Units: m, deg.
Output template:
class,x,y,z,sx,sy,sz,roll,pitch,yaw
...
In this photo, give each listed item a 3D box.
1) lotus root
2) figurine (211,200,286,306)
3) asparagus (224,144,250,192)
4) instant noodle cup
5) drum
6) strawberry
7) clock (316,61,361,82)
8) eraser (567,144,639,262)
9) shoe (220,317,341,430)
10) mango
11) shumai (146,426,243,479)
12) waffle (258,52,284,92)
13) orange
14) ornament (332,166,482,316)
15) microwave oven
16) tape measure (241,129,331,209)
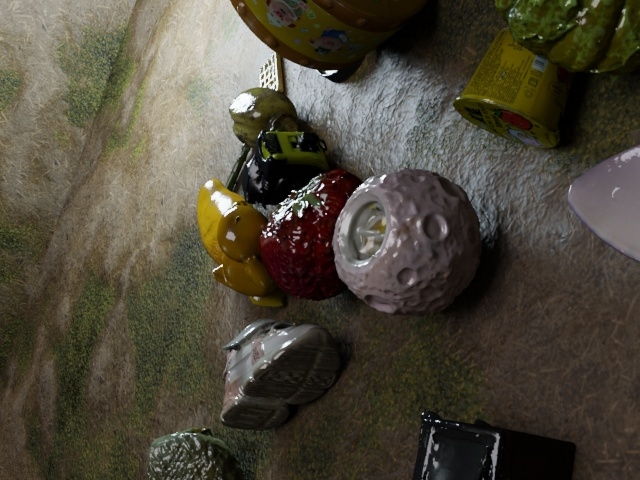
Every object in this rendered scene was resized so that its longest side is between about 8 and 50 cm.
class,x,y,z,sx,sy,sz,roll,pitch,yaw
lotus root,-0.124,-0.289,2.123,0.278,0.154,0.154,29,101,57
figurine,-0.147,0.029,1.949,0.228,0.215,0.215,118,147,-44
asparagus,-0.212,-0.204,2.318,0.236,0.027,0.034,-61,40,19
instant noodle cup,0.326,-0.251,1.418,0.182,0.182,0.144,20,85,57
drum,0.011,-0.572,1.781,0.214,0.431,0.431,-29,54,49
strawberry,0.000,0.000,1.767,0.274,0.220,0.274,-37,14,10
clock,0.047,-0.458,2.024,0.184,0.040,0.185,-27,56,48
eraser,0.460,-0.056,1.231,0.243,0.059,0.204,11,87,54
shoe,-0.105,0.248,1.847,0.351,0.171,0.198,-43,41,36
mango,-0.228,-0.036,2.196,0.177,0.120,0.295,-67,31,26
shumai,-0.269,0.545,2.019,0.225,0.222,0.261,-33,79,12
waffle,-0.129,-0.419,2.289,0.092,0.021,0.135,-35,49,42
orange,0.388,-0.366,1.265,0.223,0.301,0.300,109,156,-66
ornament,0.157,0.003,1.505,0.259,0.225,0.260,-26,57,48
microwave oven,0.233,0.387,1.274,0.178,0.188,0.248,-4,74,56
tape measure,-0.066,-0.158,1.939,0.199,0.186,0.112,-58,44,49
